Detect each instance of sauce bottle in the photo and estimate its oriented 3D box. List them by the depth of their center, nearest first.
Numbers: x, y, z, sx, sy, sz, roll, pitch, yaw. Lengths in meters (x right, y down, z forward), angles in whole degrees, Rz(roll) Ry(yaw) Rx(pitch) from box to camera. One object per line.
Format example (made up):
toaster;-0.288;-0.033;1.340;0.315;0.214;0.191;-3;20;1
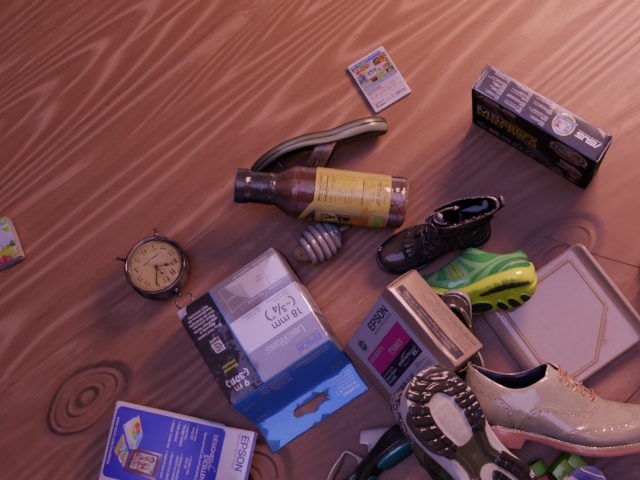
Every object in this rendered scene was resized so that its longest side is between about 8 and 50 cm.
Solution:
sauce bottle;0.000;-0.093;1.842;0.344;0.111;0.112;7;81;0

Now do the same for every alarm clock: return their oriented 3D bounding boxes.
alarm clock;-0.328;0.073;1.916;0.129;0.064;0.192;-39;66;-10

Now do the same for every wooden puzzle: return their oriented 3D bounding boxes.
wooden puzzle;0.472;0.159;1.782;0.238;0.044;0.221;-37;76;6

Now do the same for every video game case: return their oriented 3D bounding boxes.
video game case;0.125;-0.341;1.949;0.087;0.011;0.122;-31;76;4

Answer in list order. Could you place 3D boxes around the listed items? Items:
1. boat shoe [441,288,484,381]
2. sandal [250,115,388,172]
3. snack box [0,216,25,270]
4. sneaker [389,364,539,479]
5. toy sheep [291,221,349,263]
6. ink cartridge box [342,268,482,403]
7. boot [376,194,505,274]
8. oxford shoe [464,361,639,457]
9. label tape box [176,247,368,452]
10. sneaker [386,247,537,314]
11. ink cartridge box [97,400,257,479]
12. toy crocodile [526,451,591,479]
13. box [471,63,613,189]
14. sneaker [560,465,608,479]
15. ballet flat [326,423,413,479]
boat shoe;0.260;0.209;1.746;0.081;0.069;0.228;-6;108;19
sandal;-0.002;-0.178;1.892;0.302;0.120;0.086;-16;91;6
snack box;-0.731;0.023;2.020;0.141;0.037;0.100;-26;75;4
sneaker;0.257;0.410;1.644;0.158;0.182;0.410;-30;91;-23
toy sheep;0.000;0.000;1.872;0.132;0.091;0.091;-34;76;-3
ink cartridge box;0.167;0.201;1.726;0.088;0.235;0.193;-30;70;-37
boot;0.220;-0.021;1.759;0.262;0.229;0.091;-21;77;6
oxford shoe;0.452;0.303;1.679;0.396;0.140;0.147;2;98;3
label tape box;-0.095;0.219;1.835;0.240;0.106;0.334;-34;75;3
sneaker;0.278;0.087;1.806;0.295;0.109;0.123;-9;36;20
ink cartridge box;-0.297;0.501;1.841;0.307;0.072;0.304;11;80;10
toy crocodile;0.351;0.501;1.702;0.340;0.105;0.115;-31;76;4
box;0.418;-0.214;1.768;0.270;0.216;0.060;34;87;13
sneaker;0.568;0.504;1.636;0.182;0.127;0.316;-35;105;-11
ballet flat;0.093;0.424;1.773;0.280;0.095;0.096;-45;63;0
